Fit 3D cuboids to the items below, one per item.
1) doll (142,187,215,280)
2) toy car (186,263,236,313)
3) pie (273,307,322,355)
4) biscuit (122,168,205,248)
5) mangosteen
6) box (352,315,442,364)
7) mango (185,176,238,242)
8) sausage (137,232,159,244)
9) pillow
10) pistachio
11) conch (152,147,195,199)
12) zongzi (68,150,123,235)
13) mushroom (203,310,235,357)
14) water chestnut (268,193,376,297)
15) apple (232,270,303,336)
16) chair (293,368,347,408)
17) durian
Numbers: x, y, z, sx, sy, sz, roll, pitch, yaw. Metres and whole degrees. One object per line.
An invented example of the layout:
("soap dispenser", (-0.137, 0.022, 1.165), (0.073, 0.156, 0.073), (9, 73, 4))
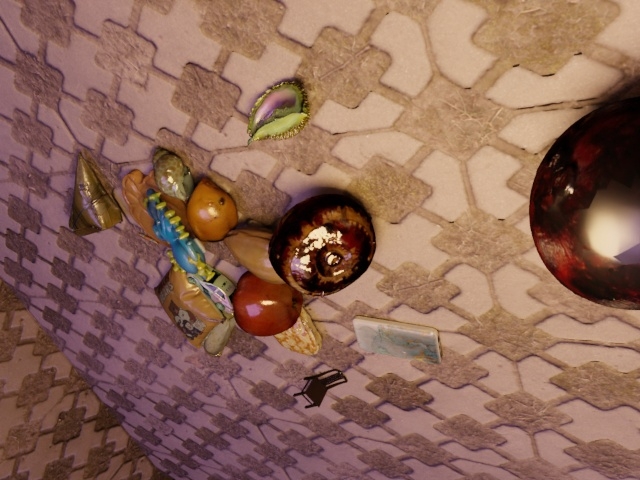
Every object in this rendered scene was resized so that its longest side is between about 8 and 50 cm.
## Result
("doll", (-0.449, -0.018, 1.798), (0.341, 0.098, 0.346), (62, 156, -3))
("toy car", (-0.374, 0.161, 2.044), (0.224, 0.090, 0.076), (43, 135, -6))
("pie", (-0.082, 0.313, 1.990), (0.178, 0.084, 0.205), (-12, 117, 37))
("biscuit", (-0.541, -0.104, 1.941), (0.311, 0.057, 0.351), (13, 134, 23))
("mangosteen", (0.589, -0.064, 0.993), (0.421, 0.381, 0.381), (3, 130, 18))
("box", (0.242, 0.315, 1.807), (0.285, 0.044, 0.142), (5, 126, 30))
("mango", (-0.341, -0.072, 1.776), (0.166, 0.136, 0.236), (32, 149, -6))
("sausage", (-0.643, -0.006, 2.128), (0.100, 0.015, 0.015), (24, 137, 13))
("pillow", (-0.505, 0.242, 2.166), (0.312, 0.119, 0.310), (53, 141, 7))
("pistachio", (-0.167, 0.043, 1.744), (0.260, 0.163, 0.213), (17, 147, 27))
("conch", (-0.459, -0.198, 1.753), (0.105, 0.116, 0.173), (-9, 124, 38))
("zongzi", (-0.869, -0.162, 2.072), (0.260, 0.123, 0.289), (-8, 112, 42))
("mushroom", (-0.408, 0.369, 2.265), (0.100, 0.081, 0.312), (32, 137, 4))
("water chestnut", (0.000, 0.000, 1.548), (0.299, 0.300, 0.300), (19, 136, 19))
("apple", (-0.178, 0.197, 1.857), (0.233, 0.234, 0.234), (19, 136, 19))
("chair", (0.002, 0.560, 2.147), (0.084, 0.101, 0.212), (48, 138, -13))
("durian", (-0.096, -0.311, 1.423), (0.220, 0.137, 0.095), (-14, 153, 36))
